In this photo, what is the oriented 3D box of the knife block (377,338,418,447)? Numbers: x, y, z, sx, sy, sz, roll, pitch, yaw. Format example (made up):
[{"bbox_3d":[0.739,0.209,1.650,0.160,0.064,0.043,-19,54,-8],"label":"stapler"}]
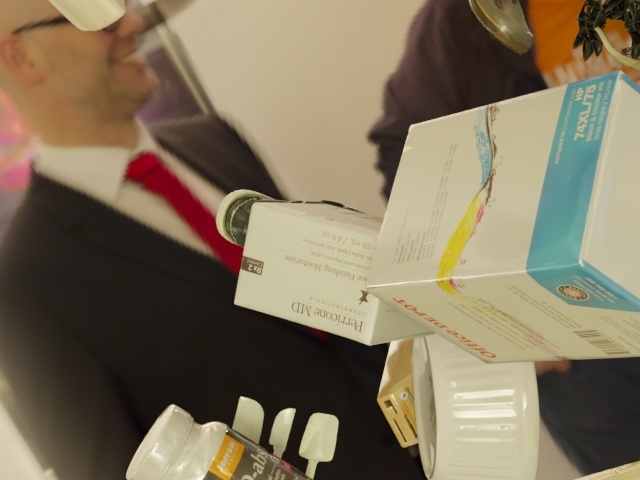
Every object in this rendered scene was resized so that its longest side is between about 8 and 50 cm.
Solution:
[{"bbox_3d":[0.150,0.189,1.940,0.275,0.088,0.242,-36,16,-26],"label":"knife block"}]

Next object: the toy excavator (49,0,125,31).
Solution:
[{"bbox_3d":[-0.071,-0.439,1.218,0.432,0.222,0.445,-19,41,34],"label":"toy excavator"}]

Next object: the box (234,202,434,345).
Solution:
[{"bbox_3d":[0.032,0.033,1.423,0.180,0.119,0.182,14,8,28],"label":"box"}]

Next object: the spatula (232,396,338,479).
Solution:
[{"bbox_3d":[-0.073,0.378,2.062,0.168,0.242,0.019,11,17,-7],"label":"spatula"}]

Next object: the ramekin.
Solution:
[{"bbox_3d":[0.198,0.208,1.678,0.127,0.273,0.273,-3,9,-3],"label":"ramekin"}]

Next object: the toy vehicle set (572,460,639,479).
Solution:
[{"bbox_3d":[0.371,0.262,1.178,0.266,0.166,0.035,-26,24,37],"label":"toy vehicle set"}]

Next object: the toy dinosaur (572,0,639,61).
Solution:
[{"bbox_3d":[0.531,-0.370,2.043,0.218,0.322,0.164,-26,2,-29],"label":"toy dinosaur"}]

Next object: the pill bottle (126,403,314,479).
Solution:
[{"bbox_3d":[-0.143,0.375,1.923,0.162,0.278,0.162,-54,10,14],"label":"pill bottle"}]

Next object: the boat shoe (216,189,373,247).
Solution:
[{"bbox_3d":[0.001,-0.004,2.051,0.113,0.340,0.127,26,96,54],"label":"boat shoe"}]

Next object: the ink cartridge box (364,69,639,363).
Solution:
[{"bbox_3d":[0.219,-0.009,1.229,0.270,0.198,0.197,-10,57,48],"label":"ink cartridge box"}]

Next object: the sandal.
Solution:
[{"bbox_3d":[0.173,-0.281,1.294,0.060,0.090,0.219,-44,43,28],"label":"sandal"}]

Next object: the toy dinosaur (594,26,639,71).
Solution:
[{"bbox_3d":[0.510,-0.240,1.845,0.064,0.268,0.118,-65,-12,17],"label":"toy dinosaur"}]
